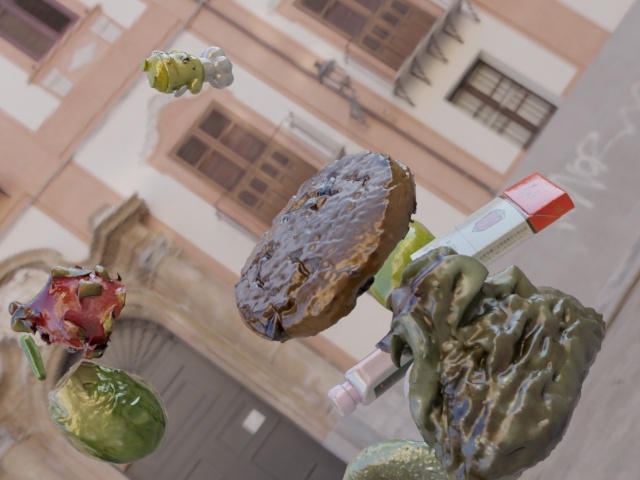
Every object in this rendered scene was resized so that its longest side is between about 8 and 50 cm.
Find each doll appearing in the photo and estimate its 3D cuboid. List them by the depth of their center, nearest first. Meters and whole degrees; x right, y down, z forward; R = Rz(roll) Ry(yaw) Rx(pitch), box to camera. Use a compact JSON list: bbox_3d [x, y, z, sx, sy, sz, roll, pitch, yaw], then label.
[{"bbox_3d":[-0.221,-0.288,1.562,0.162,0.106,0.062,-13,-31,-34],"label":"doll"}]

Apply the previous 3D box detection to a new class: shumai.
[{"bbox_3d":[0.148,0.121,0.918,0.189,0.218,0.256,-49,0,42],"label":"shumai"}]

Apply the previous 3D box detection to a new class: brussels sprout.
[{"bbox_3d":[-0.315,0.260,1.373,0.144,0.181,0.161,-49,2,5],"label":"brussels sprout"}]

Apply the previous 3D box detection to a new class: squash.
[{"bbox_3d":[-0.489,0.200,1.577,0.027,0.089,0.027,-25,-12,-6],"label":"squash"}]

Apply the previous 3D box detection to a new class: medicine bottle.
[{"bbox_3d":[0.116,0.269,1.875,0.219,0.078,0.115,-36,-21,-13],"label":"medicine bottle"}]

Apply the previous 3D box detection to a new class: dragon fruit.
[{"bbox_3d":[-0.369,0.104,1.356,0.150,0.208,0.133,67,-152,-44],"label":"dragon fruit"}]

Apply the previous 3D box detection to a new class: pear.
[{"bbox_3d":[0.187,0.054,1.992,0.219,0.187,0.187,-95,25,-49],"label":"pear"}]

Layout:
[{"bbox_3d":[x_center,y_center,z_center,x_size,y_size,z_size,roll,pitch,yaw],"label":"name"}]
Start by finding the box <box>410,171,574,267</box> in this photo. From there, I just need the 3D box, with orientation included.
[{"bbox_3d":[0.259,-0.012,1.419,0.245,0.035,0.139,-35,18,5],"label":"box"}]

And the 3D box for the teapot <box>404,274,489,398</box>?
[{"bbox_3d":[0.256,0.183,1.727,0.204,0.139,0.298,-87,14,-71],"label":"teapot"}]

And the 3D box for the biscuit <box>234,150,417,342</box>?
[{"bbox_3d":[-0.001,-0.002,1.183,0.296,0.075,0.296,-36,26,21],"label":"biscuit"}]

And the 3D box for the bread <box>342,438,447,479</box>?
[{"bbox_3d":[0.077,0.282,1.026,0.036,0.112,0.193,-55,-9,-53],"label":"bread"}]
